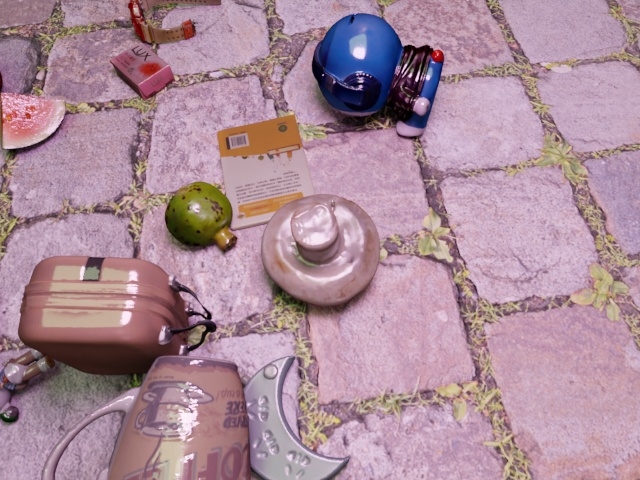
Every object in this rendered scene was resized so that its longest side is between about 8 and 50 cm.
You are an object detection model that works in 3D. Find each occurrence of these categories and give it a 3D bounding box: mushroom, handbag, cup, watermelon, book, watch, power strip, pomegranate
[{"bbox_3d":[0.000,0.000,0.901,0.243,0.244,0.244,-1,62,2],"label":"mushroom"},{"bbox_3d":[-0.324,0.141,0.805,0.282,0.302,0.149,1,62,-2],"label":"handbag"},{"bbox_3d":[-0.252,0.313,0.715,0.300,0.227,0.257,10,65,-20],"label":"cup"},{"bbox_3d":[-0.769,-0.324,1.192,0.193,0.137,0.145,-46,34,-19],"label":"watermelon"},{"bbox_3d":[-0.133,-0.173,1.113,0.207,0.020,0.296,-12,62,-3],"label":"book"},{"bbox_3d":[-0.425,-0.666,1.362,0.268,0.102,0.165,-6,68,-10],"label":"watch"},{"bbox_3d":[-0.074,0.325,0.827,0.167,0.054,0.253,-30,65,-13],"label":"power strip"},{"bbox_3d":[-0.259,-0.050,0.995,0.143,0.122,0.169,-41,70,-4],"label":"pomegranate"}]

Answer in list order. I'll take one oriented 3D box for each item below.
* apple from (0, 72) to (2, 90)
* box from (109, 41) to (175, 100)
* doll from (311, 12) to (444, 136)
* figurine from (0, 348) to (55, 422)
[{"bbox_3d":[-1.003,-0.482,1.184,0.288,0.288,0.317,-39,80,-16],"label":"apple"},{"bbox_3d":[-0.489,-0.469,1.269,0.156,0.060,0.111,40,69,20],"label":"box"},{"bbox_3d":[0.132,-0.408,1.112,0.309,0.240,0.284,15,49,5],"label":"doll"},{"bbox_3d":[-0.604,0.271,0.866,0.197,0.093,0.147,-31,87,-21],"label":"figurine"}]
